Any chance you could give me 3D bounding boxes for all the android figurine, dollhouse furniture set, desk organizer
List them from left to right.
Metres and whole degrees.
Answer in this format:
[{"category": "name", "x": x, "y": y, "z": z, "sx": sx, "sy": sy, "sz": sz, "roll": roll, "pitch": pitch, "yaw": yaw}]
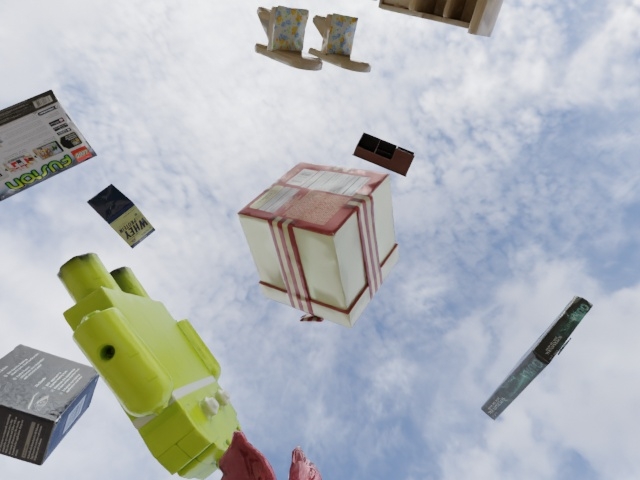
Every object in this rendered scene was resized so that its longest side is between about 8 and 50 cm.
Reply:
[{"category": "android figurine", "x": -0.165, "y": 0.135, "z": 0.440, "sx": 0.056, "sy": 0.248, "sz": 0.273, "roll": -39, "pitch": -101, "yaw": -10}, {"category": "desk organizer", "x": 0.142, "y": -0.193, "z": 0.920, "sx": 0.130, "sy": 0.047, "sz": 0.050, "roll": 23, "pitch": -66, "yaw": 5}, {"category": "dollhouse furniture set", "x": 0.122, "y": -0.484, "z": 0.720, "sx": 0.256, "sy": 0.394, "sz": 0.362, "roll": 37, "pitch": -51, "yaw": 36}]

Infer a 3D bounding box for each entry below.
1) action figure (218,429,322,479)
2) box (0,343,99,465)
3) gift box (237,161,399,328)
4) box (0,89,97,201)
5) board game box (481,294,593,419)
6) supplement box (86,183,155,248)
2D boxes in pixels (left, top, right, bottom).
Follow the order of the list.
[{"category": "action figure", "x": -0.004, "y": 0.236, "z": 0.086, "sx": 0.248, "sy": 0.370, "sz": 0.275, "roll": 17, "pitch": -57, "yaw": -18}, {"category": "box", "x": -0.502, "y": 0.276, "z": 0.713, "sx": 0.158, "sy": 0.156, "sz": 0.093, "roll": 22, "pitch": -79, "yaw": -7}, {"category": "gift box", "x": 0.000, "y": 0.000, "z": 0.865, "sx": 0.277, "sy": 0.255, "sz": 0.258, "roll": 17, "pitch": -45, "yaw": 36}, {"category": "box", "x": -0.460, "y": -0.126, "z": 0.606, "sx": 0.207, "sy": 0.114, "sz": 0.036, "roll": -32, "pitch": -117, "yaw": -16}, {"category": "board game box", "x": 0.299, "y": 0.169, "z": 0.579, "sx": 0.126, "sy": 0.186, "sz": 0.026, "roll": -33, "pitch": -123, "yaw": -29}, {"category": "supplement box", "x": -0.367, "y": -0.045, "z": 0.763, "sx": 0.083, "sy": 0.083, "sz": 0.056, "roll": 34, "pitch": -112, "yaw": 31}]
